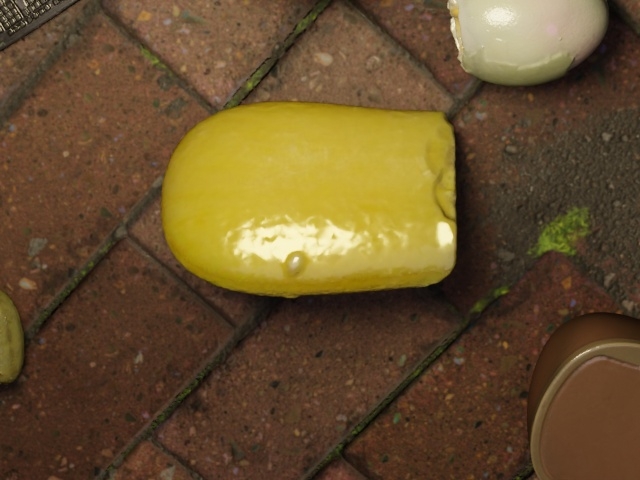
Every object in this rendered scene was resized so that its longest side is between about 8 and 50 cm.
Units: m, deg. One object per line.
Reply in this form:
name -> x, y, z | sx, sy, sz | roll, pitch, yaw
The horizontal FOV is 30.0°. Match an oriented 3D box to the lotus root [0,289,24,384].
lotus root -> -0.514, 0.140, 1.881 | 0.090, 0.077, 0.183 | -2, 106, 14

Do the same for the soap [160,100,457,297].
soap -> -0.017, -0.062, 1.722 | 0.427, 0.115, 0.306 | 2, 72, 4

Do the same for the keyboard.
keyboard -> -0.413, -0.363, 1.757 | 0.250, 0.017, 0.087 | -30, 101, 11

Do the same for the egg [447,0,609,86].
egg -> 0.291, -0.306, 1.651 | 0.217, 0.183, 0.183 | -11, 106, 3

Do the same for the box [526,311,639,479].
box -> 0.448, 0.248, 1.794 | 0.301, 0.216, 0.301 | 0, 107, 1
